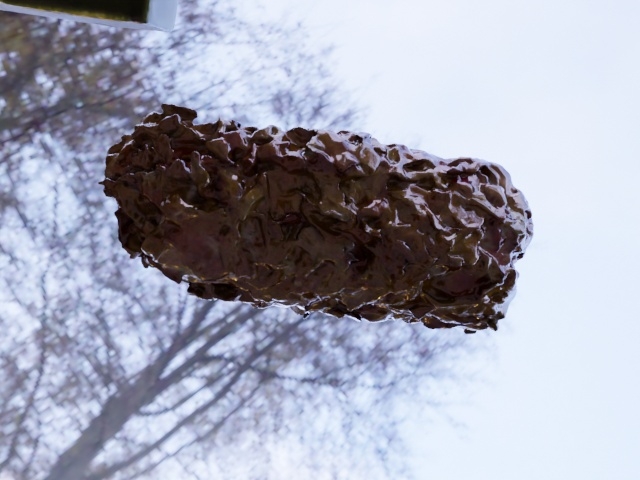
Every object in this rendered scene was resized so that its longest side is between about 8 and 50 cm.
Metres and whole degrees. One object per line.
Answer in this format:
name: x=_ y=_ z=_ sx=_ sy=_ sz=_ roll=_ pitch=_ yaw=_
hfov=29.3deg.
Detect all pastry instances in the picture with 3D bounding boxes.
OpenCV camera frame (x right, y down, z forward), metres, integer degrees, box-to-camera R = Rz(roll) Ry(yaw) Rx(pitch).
pastry: x=0.000 y=-0.002 z=0.457 sx=0.169 sy=0.063 sz=0.087 roll=6 pitch=-45 yaw=-7

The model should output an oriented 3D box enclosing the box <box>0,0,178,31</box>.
box: x=-0.137 y=-0.150 z=0.455 sx=0.193 sy=0.030 sz=0.121 roll=10 pitch=-85 yaw=17
